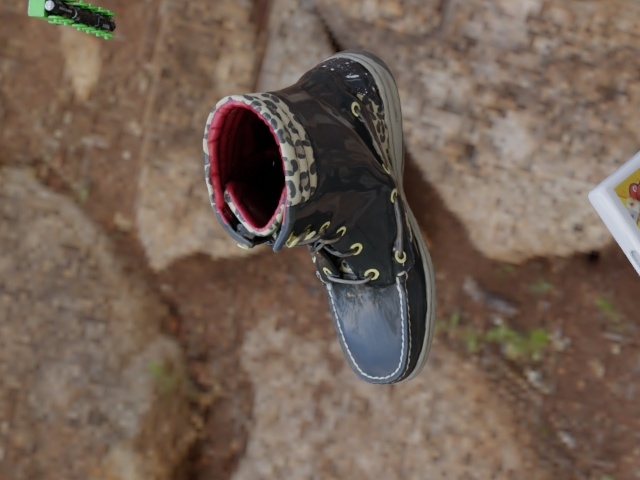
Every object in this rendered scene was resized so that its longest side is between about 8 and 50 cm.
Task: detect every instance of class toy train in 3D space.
[{"bbox_3d":[-0.143,-0.130,1.012,0.023,0.083,0.017,5,90,18],"label":"toy train"}]

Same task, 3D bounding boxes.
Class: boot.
[{"bbox_3d":[-0.002,-0.001,1.164,0.085,0.178,0.236,-4,100,28],"label":"boot"}]

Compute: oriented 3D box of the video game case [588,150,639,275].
[{"bbox_3d":[0.336,-0.009,1.359,0.206,0.227,0.026,56,150,-4],"label":"video game case"}]
